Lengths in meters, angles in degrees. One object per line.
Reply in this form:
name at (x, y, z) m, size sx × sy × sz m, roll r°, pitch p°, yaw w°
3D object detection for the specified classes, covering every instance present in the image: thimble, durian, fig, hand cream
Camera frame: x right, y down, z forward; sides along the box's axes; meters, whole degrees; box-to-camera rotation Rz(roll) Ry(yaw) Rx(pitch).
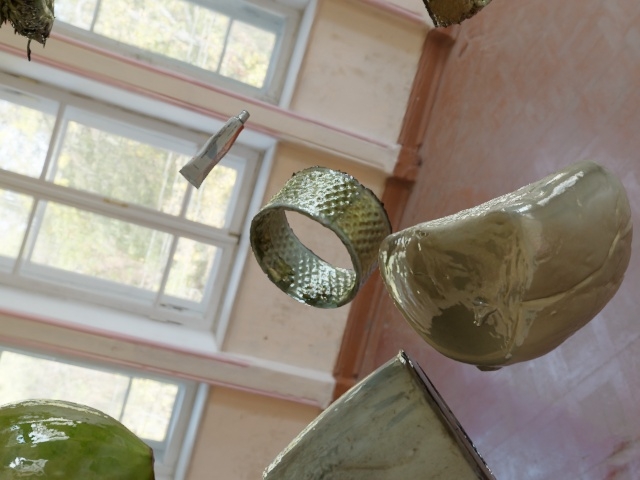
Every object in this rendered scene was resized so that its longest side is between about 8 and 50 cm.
thimble at (0.000, 0.000, 1.317) m, size 0.150 × 0.270 × 0.271 m, roll -49°, pitch -4°, yaw -41°
durian at (-0.470, -0.389, 0.988) m, size 0.375 × 0.106 × 0.132 m, roll -20°, pitch 54°, yaw 65°
fig at (-0.406, 0.381, 0.957) m, size 0.316 × 0.315 × 0.317 m, roll -164°, pitch 90°, yaw -75°
hand cream at (-0.233, -0.214, 1.457) m, size 0.216 × 0.052 × 0.038 m, roll -52°, pitch -8°, yaw -16°

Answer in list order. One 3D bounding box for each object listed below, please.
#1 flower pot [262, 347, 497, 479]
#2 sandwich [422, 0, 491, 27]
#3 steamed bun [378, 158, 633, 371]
flower pot at (0.092, 0.389, 1.071) m, size 0.330 × 0.294 × 0.294 m, roll -34°, pitch 22°, yaw 4°
sandwich at (0.210, -0.501, 0.997) m, size 0.095 × 0.273 × 0.249 m, roll -9°, pitch 30°, yaw 50°
steamed bun at (0.267, 0.052, 0.919) m, size 0.383 × 0.246 × 0.236 m, roll -24°, pitch 89°, yaw 64°
